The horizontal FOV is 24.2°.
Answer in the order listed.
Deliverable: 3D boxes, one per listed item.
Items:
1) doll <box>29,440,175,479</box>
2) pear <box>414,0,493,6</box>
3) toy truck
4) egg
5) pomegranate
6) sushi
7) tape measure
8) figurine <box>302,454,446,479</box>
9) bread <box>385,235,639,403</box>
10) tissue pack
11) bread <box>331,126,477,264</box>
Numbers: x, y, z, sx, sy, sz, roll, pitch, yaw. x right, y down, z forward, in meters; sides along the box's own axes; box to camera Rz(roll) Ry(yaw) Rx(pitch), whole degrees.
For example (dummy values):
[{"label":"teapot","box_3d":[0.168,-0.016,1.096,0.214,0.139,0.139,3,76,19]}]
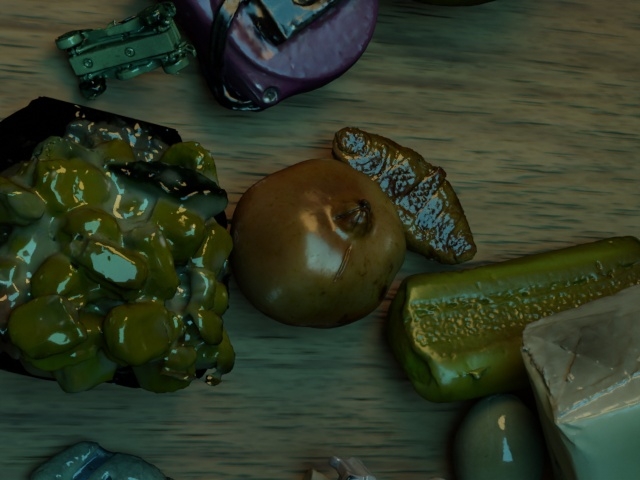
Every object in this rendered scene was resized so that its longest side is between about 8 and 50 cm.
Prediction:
[{"label":"doll","box_3d":[-0.225,0.296,1.695,0.214,0.071,0.103,27,70,-9]},{"label":"pear","box_3d":[0.155,-0.403,1.768,0.321,0.269,0.269,-11,91,-61]},{"label":"toy truck","box_3d":[-0.217,-0.224,1.704,0.078,0.154,0.080,-67,138,-56]},{"label":"egg","box_3d":[0.219,0.261,1.833,0.114,0.114,0.152,3,98,-20]},{"label":"pomegranate","box_3d":[-0.005,0.002,1.731,0.209,0.209,0.209,1,86,-20]},{"label":"sushi","box_3d":[-0.235,0.003,1.595,0.328,0.285,0.329,15,81,-19]},{"label":"tape measure","box_3d":[-0.057,-0.276,1.748,0.245,0.149,0.231,-42,100,-17]},{"label":"figurine","box_3d":[0.091,0.360,1.770,0.256,0.144,0.182,28,75,-19]},{"label":"bread","box_3d":[0.263,0.102,1.857,0.383,0.112,0.166,-10,68,-20]},{"label":"tissue pack","box_3d":[0.415,0.244,1.758,0.297,0.207,0.380,-20,125,1]},{"label":"bread","box_3d":[0.100,-0.059,1.831,0.233,0.076,0.105,42,79,-16]}]
